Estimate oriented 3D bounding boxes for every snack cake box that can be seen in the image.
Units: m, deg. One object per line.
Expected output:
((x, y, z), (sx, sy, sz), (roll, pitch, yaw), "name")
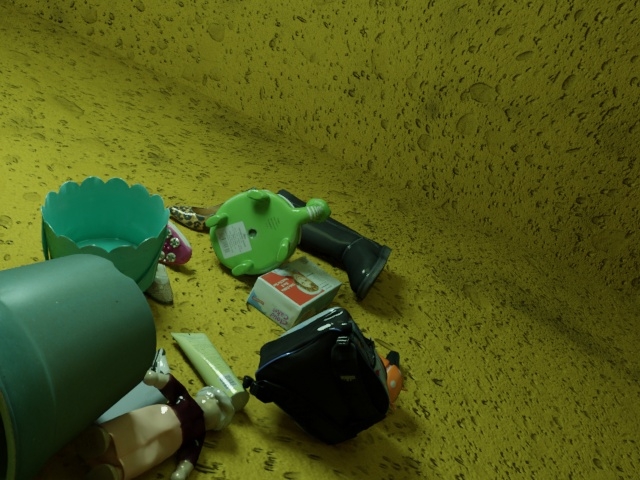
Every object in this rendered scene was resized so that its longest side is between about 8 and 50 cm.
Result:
((-0.068, 0.146, 1.828), (0.152, 0.089, 0.264), (36, 25, 16), "snack cake box")

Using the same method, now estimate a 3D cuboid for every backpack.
((0.018, 0.297, 1.396), (0.263, 0.277, 0.213), (57, 20, -15), "backpack")

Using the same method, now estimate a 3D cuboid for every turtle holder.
((-0.157, -0.049, 1.865), (0.243, 0.320, 0.227), (42, 8, 4), "turtle holder")

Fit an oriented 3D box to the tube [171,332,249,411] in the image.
((-0.240, 0.277, 1.418), (0.062, 0.070, 0.240), (-36, 49, -14), "tube")

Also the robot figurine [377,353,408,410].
((0.108, 0.329, 1.578), (0.219, 0.128, 0.158), (32, -11, 13), "robot figurine")

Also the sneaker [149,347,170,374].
((-0.336, 0.271, 1.353), (0.044, 0.040, 0.109), (35, 22, -25), "sneaker")

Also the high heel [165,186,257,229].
((-0.326, -0.117, 1.980), (0.261, 0.186, 0.093), (18, 25, -21), "high heel")

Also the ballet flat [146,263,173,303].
((-0.430, 0.073, 1.622), (0.206, 0.067, 0.073), (41, 25, 29), "ballet flat")

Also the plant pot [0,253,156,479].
((-0.445, 0.178, 0.954), (0.341, 0.341, 0.334), (33, 25, 13), "plant pot")

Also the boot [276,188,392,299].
((0.000, 0.000, 2.129), (0.445, 0.146, 0.367), (31, 15, 4), "boot")

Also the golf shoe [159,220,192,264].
((-0.460, -0.042, 1.783), (0.306, 0.115, 0.140), (34, 21, 14), "golf shoe")

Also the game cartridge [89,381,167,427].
((-0.459, 0.259, 1.222), (0.297, 0.062, 0.198), (33, 20, 14), "game cartridge")

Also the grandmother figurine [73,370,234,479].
((-0.279, 0.336, 1.169), (0.104, 0.207, 0.342), (-12, -5, 29), "grandmother figurine")

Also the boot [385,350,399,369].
((0.163, 0.327, 1.752), (0.099, 0.045, 0.121), (21, 24, -6), "boot")

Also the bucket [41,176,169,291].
((-0.495, 0.001, 1.487), (0.281, 0.183, 0.281), (9, 37, -7), "bucket")
